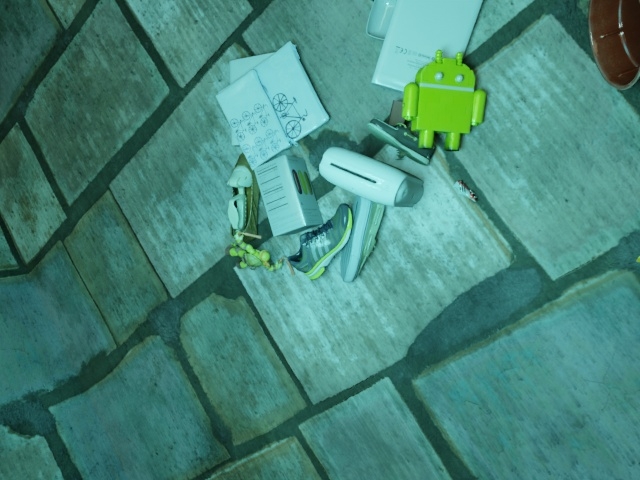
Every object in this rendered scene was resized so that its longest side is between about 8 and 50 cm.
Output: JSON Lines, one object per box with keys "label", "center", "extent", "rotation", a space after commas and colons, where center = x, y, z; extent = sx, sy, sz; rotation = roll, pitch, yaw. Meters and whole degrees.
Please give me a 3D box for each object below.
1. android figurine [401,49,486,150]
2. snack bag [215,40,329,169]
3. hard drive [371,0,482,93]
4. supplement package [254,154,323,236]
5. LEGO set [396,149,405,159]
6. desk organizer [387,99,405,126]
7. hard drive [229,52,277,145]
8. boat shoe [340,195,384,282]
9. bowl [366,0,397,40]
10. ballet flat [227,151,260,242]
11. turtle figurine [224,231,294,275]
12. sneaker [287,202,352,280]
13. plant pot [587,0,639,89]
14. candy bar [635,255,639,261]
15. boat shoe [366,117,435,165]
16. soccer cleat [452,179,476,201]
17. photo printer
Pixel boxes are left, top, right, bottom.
{"label": "android figurine", "center": [0.351, -0.395, 1.162], "extent": [0.249, 0.056, 0.272], "rotation": [3, 100, -12]}
{"label": "snack bag", "center": [-0.169, -0.463, 1.417], "extent": [0.343, 0.037, 0.322], "rotation": [-27, 85, 19]}
{"label": "hard drive", "center": [0.314, -0.604, 1.191], "extent": [0.233, 0.047, 0.352], "rotation": [18, 102, 3]}
{"label": "supplement package", "center": [-0.107, -0.150, 1.399], "extent": [0.134, 0.139, 0.243], "rotation": [-18, 87, 26]}
{"label": "LEGO set", "center": [0.266, -0.285, 1.287], "extent": [0.083, 0.023, 0.054], "rotation": [-30, 95, 8]}
{"label": "desk organizer", "center": [0.240, -0.367, 1.277], "extent": [0.050, 0.047, 0.130], "rotation": [16, 102, 17]}
{"label": "hard drive", "center": [-0.237, -0.505, 1.485], "extent": [0.203, 0.040, 0.307], "rotation": [1, 94, 24]}
{"label": "boat shoe", "center": [0.137, -0.001, 1.321], "extent": [0.094, 0.109, 0.302], "rotation": [8, 107, -15]}
{"label": "bowl", "center": [0.224, -0.682, 1.257], "extent": [0.142, 0.053, 0.142], "rotation": [22, 102, 21]}
{"label": "ballet flat", "center": [-0.289, -0.160, 1.488], "extent": [0.116, 0.124, 0.341], "rotation": [7, 97, 24]}
{"label": "turtle figurine", "center": [-0.236, 0.066, 1.462], "extent": [0.217, 0.270, 0.087], "rotation": [-4, 55, 47]}
{"label": "sneaker", "center": [0.000, 0.000, 1.344], "extent": [0.121, 0.111, 0.299], "rotation": [24, 113, -23]}
{"label": "plant pot", "center": [0.802, -0.516, 0.910], "extent": [0.265, 0.272, 0.272], "rotation": [-15, 88, 16]}
{"label": "candy bar", "center": [0.863, -0.013, 1.038], "extent": [0.040, 0.018, 0.161], "rotation": [23, 102, 18]}
{"label": "boat shoe", "center": [0.243, -0.308, 1.221], "extent": [0.228, 0.081, 0.068], "rotation": [28, 95, -19]}
{"label": "soccer cleat", "center": [0.431, -0.143, 1.219], "extent": [0.035, 0.029, 0.083], "rotation": [-46, 72, 29]}
{"label": "photo printer", "center": [0.152, -0.182, 1.188], "extent": [0.256, 0.308, 0.107], "rotation": [27, 104, 21]}
